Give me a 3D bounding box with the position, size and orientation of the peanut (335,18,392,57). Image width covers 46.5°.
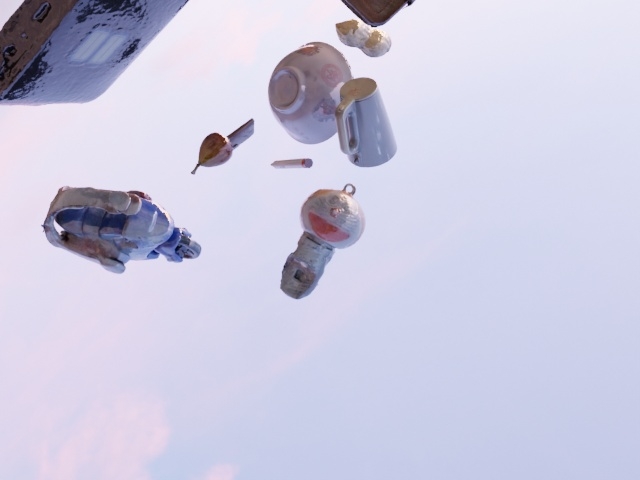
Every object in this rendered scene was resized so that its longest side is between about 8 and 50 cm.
[{"bbox_3d":[0.112,-0.527,1.936,0.082,0.187,0.082,-22,-119,47],"label":"peanut"}]

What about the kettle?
[{"bbox_3d":[0.118,-0.343,2.226,0.160,0.243,0.210,22,-123,34],"label":"kettle"}]

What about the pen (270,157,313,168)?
[{"bbox_3d":[-0.078,-0.190,1.852,0.026,0.026,0.218,-54,-155,-14],"label":"pen"}]

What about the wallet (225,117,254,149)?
[{"bbox_3d":[-0.271,-0.298,2.266,0.176,0.026,0.095,-40,169,-15],"label":"wallet"}]

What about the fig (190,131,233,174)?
[{"bbox_3d":[-0.285,-0.217,1.914,0.125,0.088,0.089,-48,-146,-20],"label":"fig"}]

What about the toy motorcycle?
[{"bbox_3d":[-0.429,-0.018,1.562,0.319,0.241,0.181,6,-87,20],"label":"toy motorcycle"}]

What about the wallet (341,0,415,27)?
[{"bbox_3d":[0.144,-0.503,1.354,0.255,0.137,0.031,-46,-178,-10],"label":"wallet"}]

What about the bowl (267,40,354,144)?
[{"bbox_3d":[-0.071,-0.491,2.451,0.346,0.157,0.345,3,-85,39],"label":"bowl"}]

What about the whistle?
[{"bbox_3d":[0.000,0.000,1.972,0.189,0.189,0.347,29,-91,54],"label":"whistle"}]

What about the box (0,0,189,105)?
[{"bbox_3d":[-0.420,-0.383,1.365,0.359,0.091,0.350,-38,178,23],"label":"box"}]
